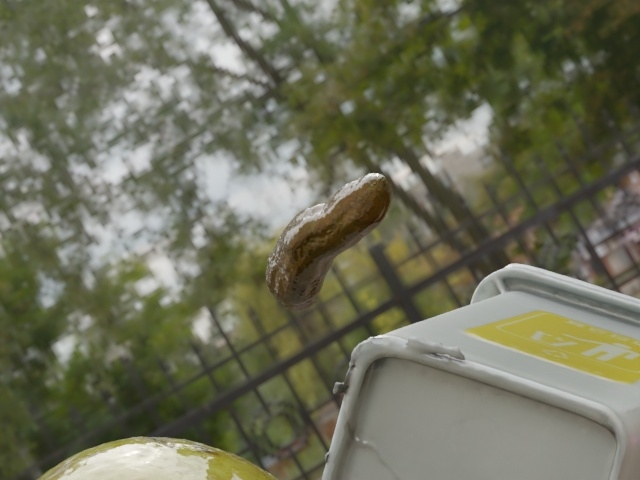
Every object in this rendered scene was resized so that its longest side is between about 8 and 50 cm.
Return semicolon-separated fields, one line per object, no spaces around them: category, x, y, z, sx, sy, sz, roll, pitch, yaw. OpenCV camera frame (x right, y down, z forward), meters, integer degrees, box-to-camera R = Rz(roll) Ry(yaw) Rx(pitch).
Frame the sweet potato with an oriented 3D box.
sweet potato;-0.001;0.000;1.140;0.053;0.054;0.182;-24;-17;-38

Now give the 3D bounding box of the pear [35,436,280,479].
pear;-0.112;0.288;1.007;0.304;0.304;0.304;-30;-4;-2

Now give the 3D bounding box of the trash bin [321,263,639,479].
trash bin;0.146;0.182;1.018;0.367;0.255;0.296;3;-75;-65
